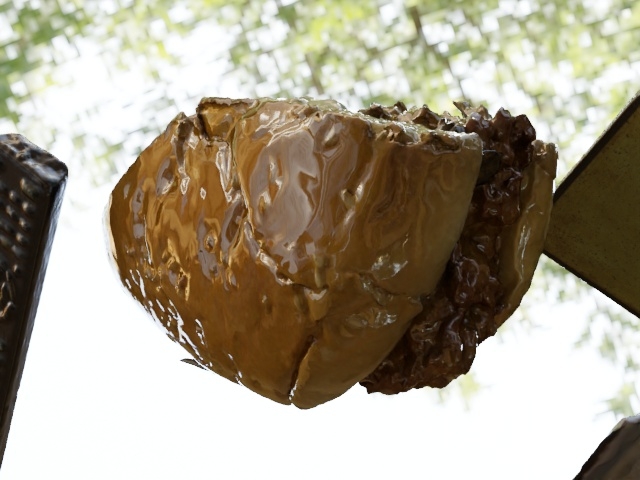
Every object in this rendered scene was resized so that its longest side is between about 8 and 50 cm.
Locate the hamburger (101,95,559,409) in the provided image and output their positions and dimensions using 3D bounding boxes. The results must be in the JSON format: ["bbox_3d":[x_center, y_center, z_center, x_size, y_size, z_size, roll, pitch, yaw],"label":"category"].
[{"bbox_3d":[0.000,0.000,0.920,0.155,0.282,0.245,6,-135,-35],"label":"hamburger"}]

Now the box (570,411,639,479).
[{"bbox_3d":[0.294,0.182,1.028,0.262,0.291,0.206,-36,-114,-6],"label":"box"}]

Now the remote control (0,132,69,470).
[{"bbox_3d":[-0.200,0.047,1.041,0.063,0.245,0.025,35,-144,22],"label":"remote control"}]

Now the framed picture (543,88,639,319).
[{"bbox_3d":[0.382,0.023,1.624,0.014,0.338,0.255,-55,180,-39],"label":"framed picture"}]
